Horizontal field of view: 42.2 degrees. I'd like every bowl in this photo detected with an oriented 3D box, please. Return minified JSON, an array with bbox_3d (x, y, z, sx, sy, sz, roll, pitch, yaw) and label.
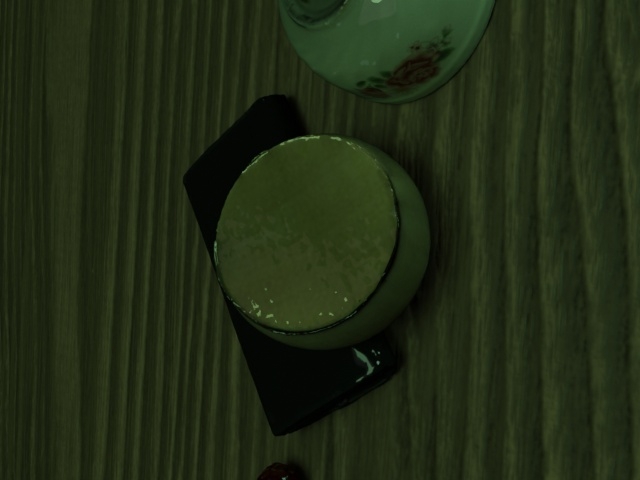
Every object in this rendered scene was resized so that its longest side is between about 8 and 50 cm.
[{"bbox_3d":[0.047,-0.295,0.925,0.277,0.145,0.276,4,96,46],"label":"bowl"}]

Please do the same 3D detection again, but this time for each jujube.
[{"bbox_3d":[-0.065,0.358,1.097,0.077,0.077,0.129,17,96,45],"label":"jujube"}]

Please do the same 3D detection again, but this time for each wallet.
[{"bbox_3d":[-0.054,0.030,1.092,0.228,0.062,0.405,-40,62,39],"label":"wallet"}]

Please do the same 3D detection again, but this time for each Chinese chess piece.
[{"bbox_3d":[0.000,0.000,0.947,0.250,0.103,0.249,-6,76,24],"label":"Chinese chess piece"}]
